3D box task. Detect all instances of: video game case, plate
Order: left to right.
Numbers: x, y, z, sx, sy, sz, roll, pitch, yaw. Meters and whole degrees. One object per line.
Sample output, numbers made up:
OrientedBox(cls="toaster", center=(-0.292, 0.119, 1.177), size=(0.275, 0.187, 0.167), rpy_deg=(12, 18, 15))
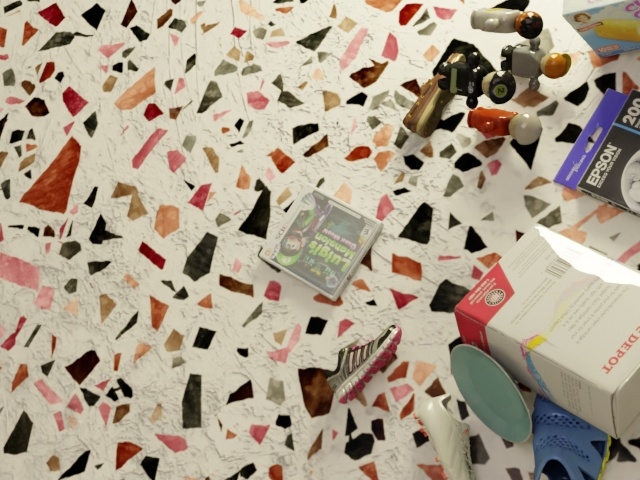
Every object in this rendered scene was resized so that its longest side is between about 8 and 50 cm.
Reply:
OrientedBox(cls="video game case", center=(0.000, 0.000, 2.078), size=(0.190, 0.022, 0.173), rpy_deg=(29, 83, 30))
OrientedBox(cls="plate", center=(0.280, 0.243, 1.773), size=(0.024, 0.188, 0.188), rpy_deg=(-32, 56, -22))

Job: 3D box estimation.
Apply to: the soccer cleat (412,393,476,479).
OrientedBox(cls="soccer cleat", center=(0.223, 0.342, 1.814), size=(0.076, 0.068, 0.196), rpy_deg=(-30, 57, 6))

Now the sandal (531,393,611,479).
OrientedBox(cls="sandal", center=(0.380, 0.350, 1.701), size=(0.126, 0.138, 0.318), rpy_deg=(-6, 64, 22))

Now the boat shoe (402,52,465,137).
OrientedBox(cls="boat shoe", center=(0.215, -0.282, 2.079), size=(0.060, 0.064, 0.178), rpy_deg=(27, 84, 28))

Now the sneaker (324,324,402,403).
OrientedBox(cls="sneaker", center=(0.071, 0.204, 1.937), size=(0.075, 0.063, 0.170), rpy_deg=(43, 94, 25))

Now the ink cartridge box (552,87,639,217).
OrientedBox(cls="ink cartridge box", center=(0.536, -0.155, 1.898), size=(0.208, 0.045, 0.206), rpy_deg=(27, 82, 31))

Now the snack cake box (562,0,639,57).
OrientedBox(cls="snack cake box", center=(0.570, -0.413, 1.887), size=(0.264, 0.152, 0.089), rpy_deg=(-7, 65, 40))

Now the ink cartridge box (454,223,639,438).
OrientedBox(cls="ink cartridge box", center=(0.401, 0.135, 1.729), size=(0.226, 0.131, 0.306), rpy_deg=(-42, 49, -21))

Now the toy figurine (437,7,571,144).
OrientedBox(cls="toy figurine", center=(0.335, -0.297, 1.948), size=(0.148, 0.213, 0.210), rpy_deg=(19, 72, 41))
